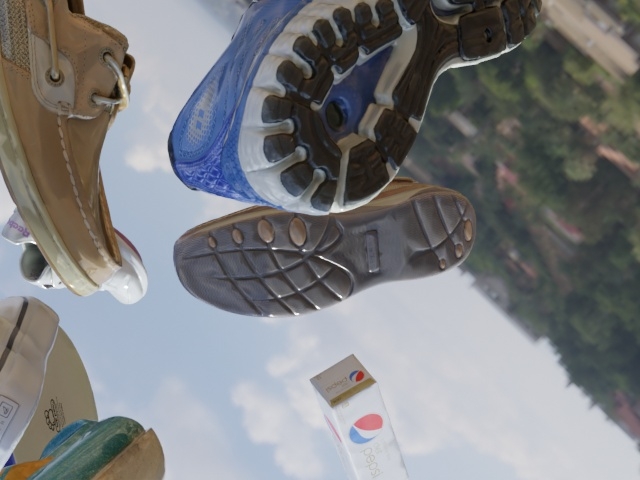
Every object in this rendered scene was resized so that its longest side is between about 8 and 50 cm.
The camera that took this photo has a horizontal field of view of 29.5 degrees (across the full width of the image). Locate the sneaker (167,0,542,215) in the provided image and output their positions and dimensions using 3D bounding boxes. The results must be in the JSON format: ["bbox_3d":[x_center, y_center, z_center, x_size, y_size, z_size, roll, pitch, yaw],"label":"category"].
[{"bbox_3d":[0.020,-0.137,0.749,0.147,0.330,0.130,-1,124,44],"label":"sneaker"}]

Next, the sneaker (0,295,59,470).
[{"bbox_3d":[-0.221,0.069,0.751,0.091,0.094,0.258,32,176,-14],"label":"sneaker"}]

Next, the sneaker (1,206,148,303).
[{"bbox_3d":[-0.362,0.021,1.777,0.114,0.152,0.305,27,161,34],"label":"sneaker"}]

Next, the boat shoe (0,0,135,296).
[{"bbox_3d":[-0.196,-0.130,0.911,0.121,0.110,0.341,147,106,-86],"label":"boat shoe"}]

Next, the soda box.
[{"bbox_3d":[0.055,0.260,1.668,0.069,0.074,0.216,47,162,48],"label":"soda box"}]

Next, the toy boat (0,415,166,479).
[{"bbox_3d":[-0.305,0.278,1.138,0.148,0.318,0.267,52,-154,-1],"label":"toy boat"}]

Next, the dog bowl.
[{"bbox_3d":[-0.366,0.225,1.469,0.265,0.104,0.265,-13,-90,-79],"label":"dog bowl"}]

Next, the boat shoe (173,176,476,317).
[{"bbox_3d":[0.000,0.000,1.292,0.116,0.324,0.123,-131,38,-63],"label":"boat shoe"}]
